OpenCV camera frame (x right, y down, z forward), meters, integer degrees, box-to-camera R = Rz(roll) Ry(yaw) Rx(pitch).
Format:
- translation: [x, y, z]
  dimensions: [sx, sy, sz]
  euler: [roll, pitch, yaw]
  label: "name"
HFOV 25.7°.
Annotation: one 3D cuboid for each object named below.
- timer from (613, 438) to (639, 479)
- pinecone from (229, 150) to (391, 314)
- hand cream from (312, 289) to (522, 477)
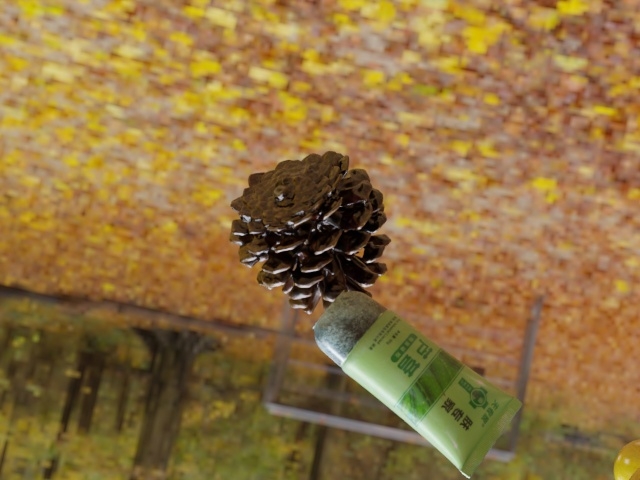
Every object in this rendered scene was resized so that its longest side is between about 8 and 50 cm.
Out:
- translation: [0.179, 0.153, 0.712]
  dimensions: [0.107, 0.107, 0.109]
  euler: [20, 176, -42]
  label: "timer"
- translation: [-0.002, 0.001, 1.438]
  dimensions: [0.163, 0.163, 0.165]
  euler: [5, 138, 37]
  label: "pinecone"
- translation: [0.075, 0.109, 1.151]
  dimensions: [0.175, 0.095, 0.046]
  euler: [36, 139, 10]
  label: "hand cream"
